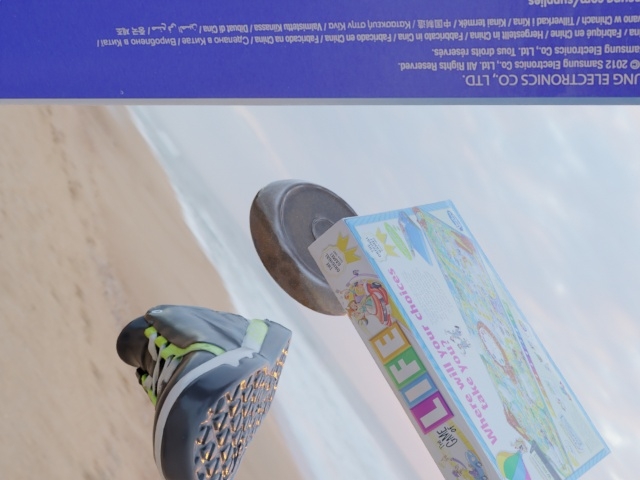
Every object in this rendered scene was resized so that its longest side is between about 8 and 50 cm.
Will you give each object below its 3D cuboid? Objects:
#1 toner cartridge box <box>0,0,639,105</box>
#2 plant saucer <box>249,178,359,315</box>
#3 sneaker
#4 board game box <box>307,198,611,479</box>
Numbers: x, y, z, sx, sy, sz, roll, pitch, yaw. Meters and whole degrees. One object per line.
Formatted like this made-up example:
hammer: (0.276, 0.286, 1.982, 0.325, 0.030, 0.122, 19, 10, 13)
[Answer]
toner cartridge box: (0.033, -0.114, 0.382, 0.165, 0.348, 0.075, -60, 148, -56)
plant saucer: (0.000, 0.000, 1.109, 0.168, 0.029, 0.168, 24, 46, -28)
sneaker: (-0.082, 0.086, 0.613, 0.097, 0.084, 0.234, 18, 3, 4)
board game box: (0.069, 0.054, 0.498, 0.103, 0.026, 0.154, -11, 66, -54)
